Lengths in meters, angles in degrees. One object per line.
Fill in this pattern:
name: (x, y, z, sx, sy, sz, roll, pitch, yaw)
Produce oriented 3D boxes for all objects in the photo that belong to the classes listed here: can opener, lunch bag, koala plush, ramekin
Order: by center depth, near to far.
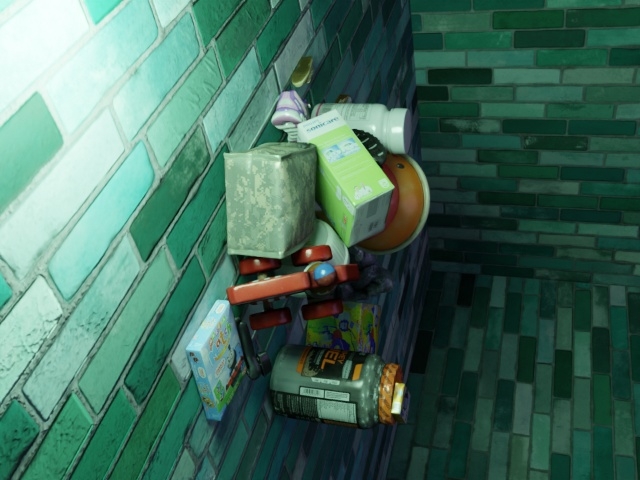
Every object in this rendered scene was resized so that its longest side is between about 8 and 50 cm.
lunch bag: (-0.098, -0.105, 1.623, 0.287, 0.168, 0.236, -28, 120, -64)
can opener: (-0.175, 0.259, 1.653, 0.073, 0.059, 0.186, -38, 125, -32)
ramekin: (-0.037, 0.038, 1.803, 0.109, 0.207, 0.207, 62, 35, -42)
koala plush: (0.152, 0.083, 2.460, 0.196, 0.203, 0.221, -43, 122, -66)

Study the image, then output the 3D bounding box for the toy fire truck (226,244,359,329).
toy fire truck: (-0.057, 0.102, 1.553, 0.254, 0.302, 0.170, 141, -61, -82)

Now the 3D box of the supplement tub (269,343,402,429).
supplement tub: (0.047, 0.404, 1.908, 0.207, 0.337, 0.207, 4, 90, -73)

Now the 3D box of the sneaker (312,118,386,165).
sneaker: (0.067, -0.262, 1.962, 0.100, 0.271, 0.108, -35, 139, -46)

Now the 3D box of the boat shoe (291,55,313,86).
boat shoe: (-0.043, -0.459, 1.910, 0.135, 0.050, 0.045, -69, 150, -43)

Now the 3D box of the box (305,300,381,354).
box: (0.072, 0.342, 2.247, 0.279, 0.176, 0.290, 19, 75, -71)

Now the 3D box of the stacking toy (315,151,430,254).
stacking toy: (0.092, -0.132, 2.097, 0.479, 0.350, 0.351, 2, 92, -57)

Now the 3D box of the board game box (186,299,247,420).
board game box: (-0.224, 0.263, 1.517, 0.160, 0.039, 0.212, -63, 151, -50)

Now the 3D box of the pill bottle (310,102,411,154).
pill bottle: (0.122, -0.330, 2.076, 0.160, 0.282, 0.161, 4, 90, -72)

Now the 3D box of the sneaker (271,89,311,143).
sneaker: (-0.057, -0.324, 1.843, 0.236, 0.095, 0.105, 41, 47, -67)

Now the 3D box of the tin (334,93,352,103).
tin: (0.071, -0.415, 2.310, 0.190, 0.040, 0.106, -66, 158, -48)

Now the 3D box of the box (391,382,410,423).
box: (0.216, 0.437, 1.843, 0.136, 0.028, 0.081, 58, 40, -59)

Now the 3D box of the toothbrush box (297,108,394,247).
toothbrush box: (0.055, -0.159, 1.782, 0.283, 0.122, 0.206, 55, -19, 25)
